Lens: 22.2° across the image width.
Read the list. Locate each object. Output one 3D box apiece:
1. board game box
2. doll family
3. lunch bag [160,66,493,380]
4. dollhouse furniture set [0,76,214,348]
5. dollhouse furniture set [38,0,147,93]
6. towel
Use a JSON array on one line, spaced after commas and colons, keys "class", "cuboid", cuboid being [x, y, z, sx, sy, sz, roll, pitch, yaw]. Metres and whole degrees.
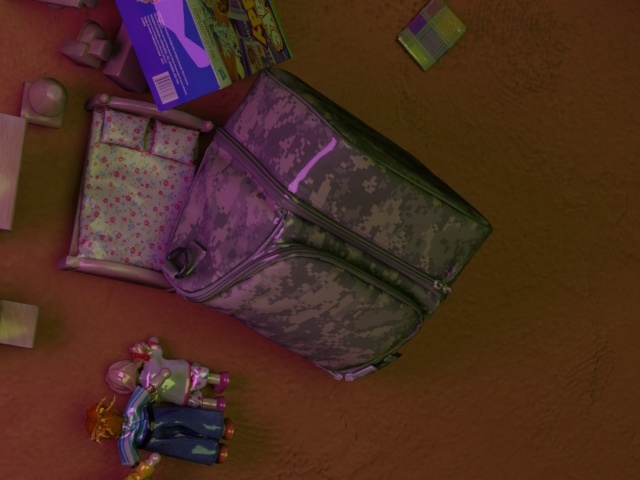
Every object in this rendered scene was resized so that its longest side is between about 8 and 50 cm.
[{"class": "board game box", "cuboid": [-0.160, -0.330, 1.746, 0.078, 0.233, 0.347, -18, 98, 22]}, {"class": "doll family", "cuboid": [-0.182, 0.236, 1.772, 0.163, 0.118, 0.262, 11, 84, -23]}, {"class": "lunch bag", "cuboid": [0.000, 0.000, 1.781, 0.305, 0.212, 0.256, 29, 102, -42]}, {"class": "dollhouse furniture set", "cuboid": [-0.213, -0.013, 1.721, 0.356, 0.174, 0.303, 12, 78, -23]}, {"class": "dollhouse furniture set", "cuboid": [-0.259, -0.265, 1.806, 0.151, 0.123, 0.144, 35, 72, -55]}, {"class": "towel", "cuboid": [0.136, -0.253, 1.986, 0.060, 0.009, 0.083, 47, 73, -16]}]
